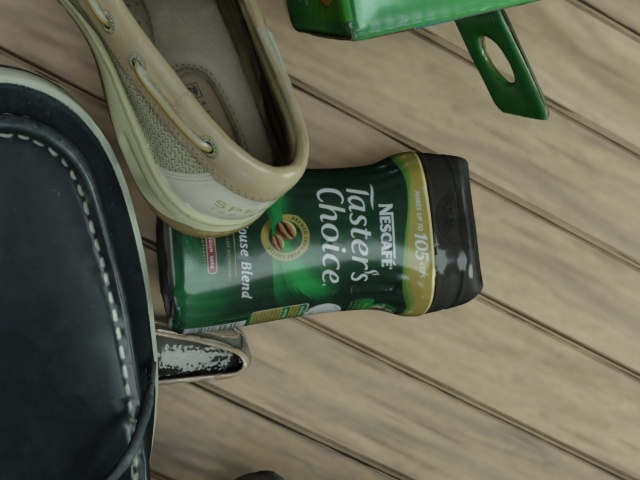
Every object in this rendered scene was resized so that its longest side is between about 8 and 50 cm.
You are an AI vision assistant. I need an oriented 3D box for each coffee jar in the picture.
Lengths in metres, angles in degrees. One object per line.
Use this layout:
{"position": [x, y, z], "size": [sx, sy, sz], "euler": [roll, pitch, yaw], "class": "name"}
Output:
{"position": [0.000, 0.000, 0.863], "size": [0.184, 0.079, 0.096], "euler": [-4, 79, -11], "class": "coffee jar"}

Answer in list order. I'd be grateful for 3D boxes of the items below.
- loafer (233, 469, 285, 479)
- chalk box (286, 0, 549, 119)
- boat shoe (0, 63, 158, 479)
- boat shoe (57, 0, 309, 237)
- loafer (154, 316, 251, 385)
{"position": [0.005, 0.249, 0.915], "size": [0.084, 0.096, 0.267], "euler": [-26, 111, -27], "class": "loafer"}
{"position": [0.065, -0.203, 0.797], "size": [0.179, 0.180, 0.289], "euler": [-13, 100, -9], "class": "chalk box"}
{"position": [-0.160, 0.161, 0.762], "size": [0.187, 0.156, 0.500], "euler": [3, 92, -27], "class": "boat shoe"}
{"position": [-0.091, -0.152, 0.779], "size": [0.109, 0.098, 0.302], "euler": [-21, 84, -31], "class": "boat shoe"}
{"position": [-0.102, 0.066, 0.878], "size": [0.125, 0.039, 0.045], "euler": [-1, 100, -11], "class": "loafer"}
